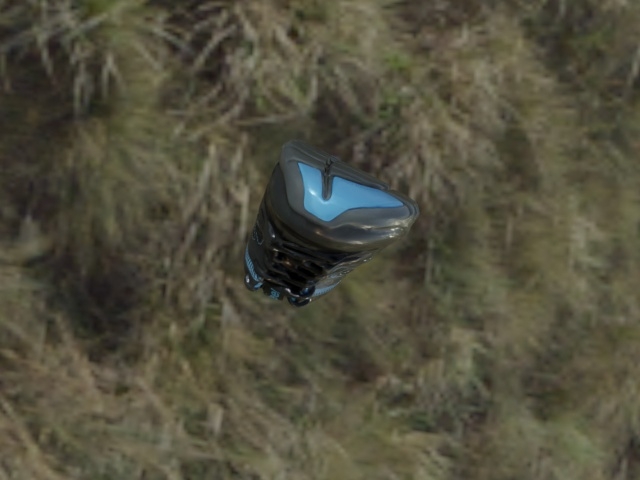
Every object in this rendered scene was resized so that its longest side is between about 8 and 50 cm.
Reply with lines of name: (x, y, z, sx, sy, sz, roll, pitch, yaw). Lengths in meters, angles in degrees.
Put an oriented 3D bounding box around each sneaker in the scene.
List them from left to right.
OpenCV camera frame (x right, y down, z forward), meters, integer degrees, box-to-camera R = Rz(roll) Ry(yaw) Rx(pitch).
sneaker: (0.000, 0.000, 1.268, 0.140, 0.125, 0.341, -60, 178, 0)
